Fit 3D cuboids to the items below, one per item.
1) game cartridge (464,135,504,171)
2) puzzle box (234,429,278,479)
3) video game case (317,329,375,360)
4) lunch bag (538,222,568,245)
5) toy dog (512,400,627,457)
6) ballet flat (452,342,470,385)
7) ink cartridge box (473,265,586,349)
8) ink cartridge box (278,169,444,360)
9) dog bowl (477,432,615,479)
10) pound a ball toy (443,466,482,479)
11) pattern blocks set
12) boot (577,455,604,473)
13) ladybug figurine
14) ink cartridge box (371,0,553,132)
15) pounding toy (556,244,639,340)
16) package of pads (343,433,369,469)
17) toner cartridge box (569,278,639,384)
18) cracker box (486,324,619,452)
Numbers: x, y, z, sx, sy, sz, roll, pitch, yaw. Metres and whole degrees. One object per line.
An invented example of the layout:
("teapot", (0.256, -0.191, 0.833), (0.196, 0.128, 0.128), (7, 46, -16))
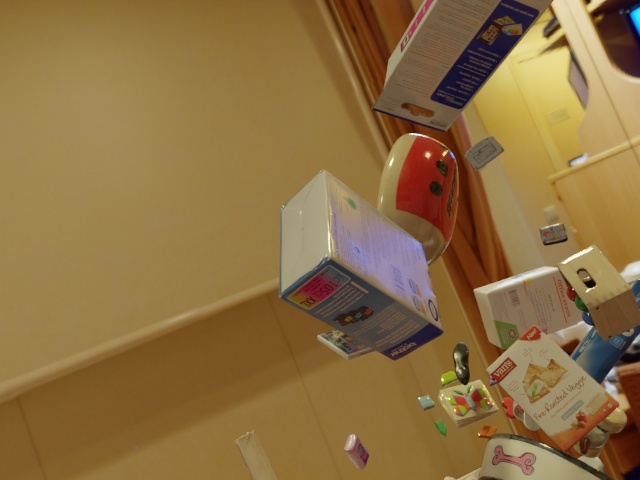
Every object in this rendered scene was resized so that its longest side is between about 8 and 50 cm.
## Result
("game cartridge", (0.389, -0.211, 1.266), (0.083, 0.056, 0.017), (-36, -8, 1))
("puzzle box", (-0.120, 0.712, 1.421), (0.052, 0.408, 0.272), (-24, -14, -19))
("video game case", (0.117, 0.360, 1.899), (0.184, 0.023, 0.201), (-11, 18, -29))
("lunch bag", (0.663, -0.016, 1.504), (0.071, 0.053, 0.083), (-15, -10, 21))
("toy dog", (0.663, 0.487, 1.490), (0.334, 0.219, 0.161), (11, 21, 43))
("ballet flat", (0.502, 0.436, 1.886), (0.058, 0.049, 0.173), (-7, 38, 19))
("ink cartridge box", (0.739, 0.216, 1.827), (0.354, 0.206, 0.119), (-17, 2, -5))
("ink cartridge box", (0.106, 0.072, 1.130), (0.396, 0.269, 0.151), (32, -55, -29))
("dog bowl", (0.530, 0.616, 1.172), (0.150, 0.408, 0.408), (-50, 8, -24))
("pound a ball toy", (0.557, 0.887, 1.917), (0.319, 0.136, 0.208), (-53, 18, 30))
("pattern blocks set", (0.532, 0.580, 1.894), (0.325, 0.285, 0.026), (-21, -48, -23))
("boot", (0.838, 0.761, 1.636), (0.124, 0.258, 0.095), (9, 33, -7))
("ladybug figurine", (0.278, -0.111, 1.451), (0.162, 0.448, 0.305), (-2, -33, 29))
("ink cartridge box", (0.247, -0.357, 0.951), (0.176, 0.069, 0.371), (13, -37, -17))
("pounding toy", (0.560, 0.112, 1.084), (0.094, 0.206, 0.181), (-31, 38, 15))
("package of pads", (0.095, 0.559, 1.400), (0.032, 0.083, 0.050), (-15, 27, 33))
("toner cartridge box", (0.703, 0.260, 1.318), (0.347, 0.075, 0.165), (-54, -22, 4))
("cracker box", (0.514, 0.326, 1.185), (0.155, 0.232, 0.067), (-48, -29, 10))
